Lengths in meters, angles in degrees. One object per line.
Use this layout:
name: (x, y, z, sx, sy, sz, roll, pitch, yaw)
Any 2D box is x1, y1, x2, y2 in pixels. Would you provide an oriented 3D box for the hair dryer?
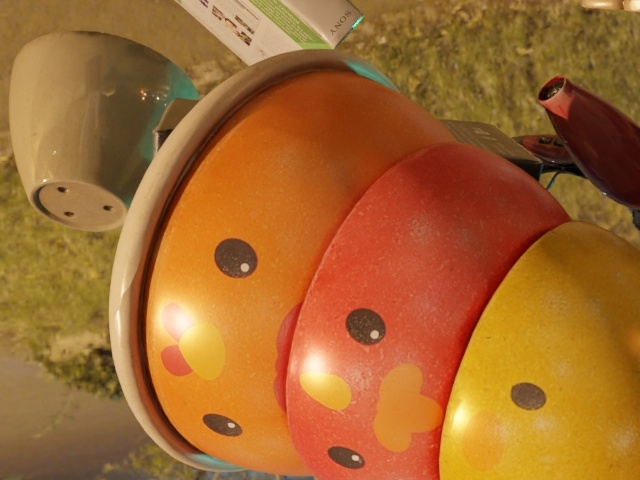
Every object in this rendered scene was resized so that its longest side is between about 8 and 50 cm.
hair dryer: (0.298, -0.093, 0.993, 0.223, 0.080, 0.293, 24, 166, 25)

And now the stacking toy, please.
stacking toy: (0.125, 0.073, 0.569, 0.480, 0.351, 0.350, 20, -177, 38)

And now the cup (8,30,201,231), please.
cup: (-0.383, -0.156, 1.442, 0.331, 0.237, 0.331, 4, 151, 2)

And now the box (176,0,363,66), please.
box: (-0.084, -0.287, 1.015, 0.058, 0.232, 0.322, -50, -172, -6)

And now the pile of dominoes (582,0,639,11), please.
pile of dominoes: (0.160, -0.184, 0.612, 0.251, 0.040, 0.196, 17, -154, 36)

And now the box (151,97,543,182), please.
box: (0.012, 0.012, 0.968, 0.395, 0.294, 0.212, 4, -162, -6)
